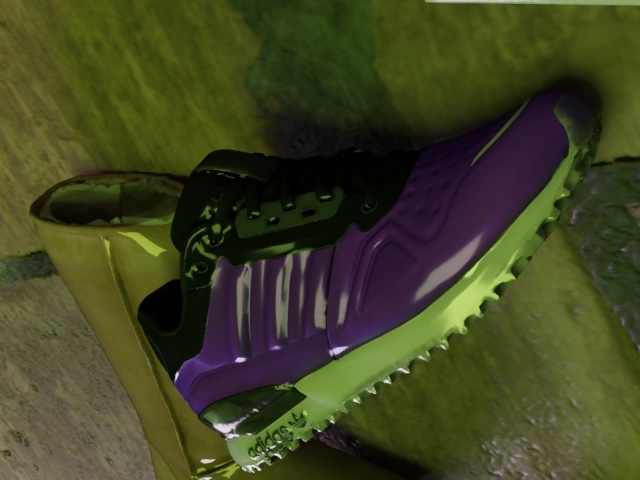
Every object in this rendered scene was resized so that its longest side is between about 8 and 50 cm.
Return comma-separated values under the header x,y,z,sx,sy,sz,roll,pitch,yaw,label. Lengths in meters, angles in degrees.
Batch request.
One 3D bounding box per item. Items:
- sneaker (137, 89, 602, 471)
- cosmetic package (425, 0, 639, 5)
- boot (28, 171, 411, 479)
x,y,z,sx,sy,sz,roll,pitch,yaw,label
-0.001,0.001,0.549,0.146,0.102,0.293,47,125,-1,sneaker
0.188,-0.203,0.267,0.377,0.097,0.284,8,127,31,cosmetic package
-0.056,0.091,0.708,0.236,0.089,0.269,2,123,27,boot
